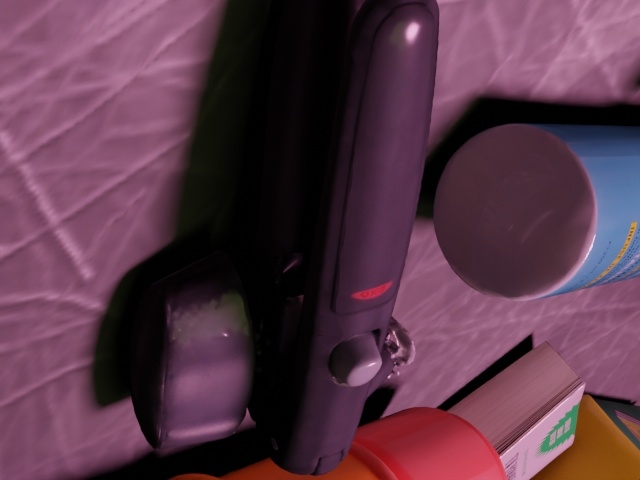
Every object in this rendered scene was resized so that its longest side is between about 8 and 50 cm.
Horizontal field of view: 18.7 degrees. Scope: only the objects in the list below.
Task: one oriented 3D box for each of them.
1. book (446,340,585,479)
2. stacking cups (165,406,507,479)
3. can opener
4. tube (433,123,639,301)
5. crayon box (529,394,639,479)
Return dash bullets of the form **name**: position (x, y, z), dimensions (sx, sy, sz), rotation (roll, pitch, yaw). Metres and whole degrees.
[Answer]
- **book**: position (0.042, 0.107, 0.782), dimensions (0.144, 0.035, 0.096), rotation (-38, 160, -11)
- **stacking cups**: position (-0.053, 0.125, 0.590), dimensions (0.316, 0.096, 0.096), rotation (-12, 143, -48)
- **can opener**: position (0.000, 0.000, 0.501), dimensions (0.073, 0.059, 0.186), rotation (-25, 151, -32)
- **tube**: position (0.104, -0.012, 0.660), dimensions (0.080, 0.052, 0.207), rotation (-40, 164, 24)
- **crayon box**: position (0.138, 0.303, 0.842), dimensions (0.313, 0.363, 0.106), rotation (-46, 156, 10)
